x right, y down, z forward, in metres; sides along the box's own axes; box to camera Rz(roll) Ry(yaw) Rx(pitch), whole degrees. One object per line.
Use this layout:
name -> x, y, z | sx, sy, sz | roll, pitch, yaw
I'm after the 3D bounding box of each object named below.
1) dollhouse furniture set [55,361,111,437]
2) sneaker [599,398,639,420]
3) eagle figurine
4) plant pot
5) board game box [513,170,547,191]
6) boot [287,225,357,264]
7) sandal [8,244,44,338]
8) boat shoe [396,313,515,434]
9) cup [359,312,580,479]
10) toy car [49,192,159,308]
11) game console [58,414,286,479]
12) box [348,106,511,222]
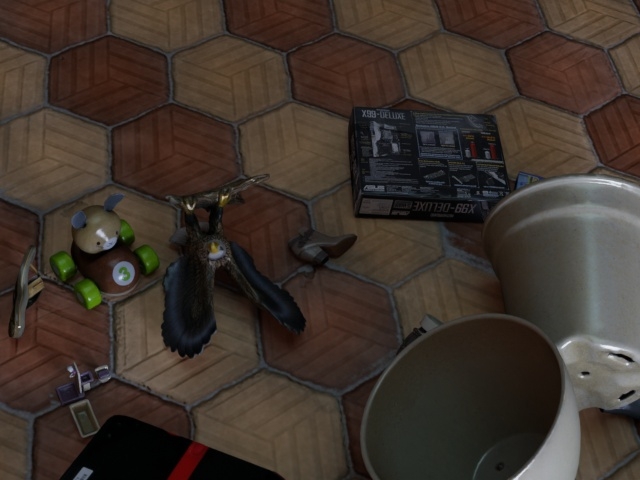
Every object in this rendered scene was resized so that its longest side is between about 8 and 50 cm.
dollhouse furniture set -> -0.370, 0.249, 1.699 | 0.091, 0.081, 0.114 | -18, 56, -21
sneaker -> 0.553, 0.214, 1.869 | 0.118, 0.083, 0.222 | 9, 52, -1
eagle figurine -> -0.178, 0.052, 1.851 | 0.226, 0.225, 0.298 | -19, 83, 26
plant pot -> 0.441, 0.110, 1.782 | 0.334, 0.334, 0.305 | 8, 53, -2
board game box -> 0.444, -0.041, 2.087 | 0.136, 0.035, 0.201 | 16, 51, 4
boot -> 0.000, 0.000, 1.986 | 0.087, 0.042, 0.118 | 35, 47, 28
sandal -> -0.504, 0.092, 1.818 | 0.049, 0.072, 0.180 | 11, 50, -20
boat shoe -> 0.274, 0.263, 1.777 | 0.324, 0.116, 0.096 | 41, 97, 8
cup -> 0.261, 0.312, 1.593 | 0.331, 0.237, 0.331 | -25, 37, 21
toy car -> -0.379, -0.003, 1.831 | 0.155, 0.188, 0.149 | -33, 62, -29
game console -> -0.242, 0.431, 1.530 | 0.342, 0.060, 0.386 | 17, 32, 11
box -> 0.215, -0.154, 2.116 | 0.307, 0.076, 0.242 | 2, 51, -7
